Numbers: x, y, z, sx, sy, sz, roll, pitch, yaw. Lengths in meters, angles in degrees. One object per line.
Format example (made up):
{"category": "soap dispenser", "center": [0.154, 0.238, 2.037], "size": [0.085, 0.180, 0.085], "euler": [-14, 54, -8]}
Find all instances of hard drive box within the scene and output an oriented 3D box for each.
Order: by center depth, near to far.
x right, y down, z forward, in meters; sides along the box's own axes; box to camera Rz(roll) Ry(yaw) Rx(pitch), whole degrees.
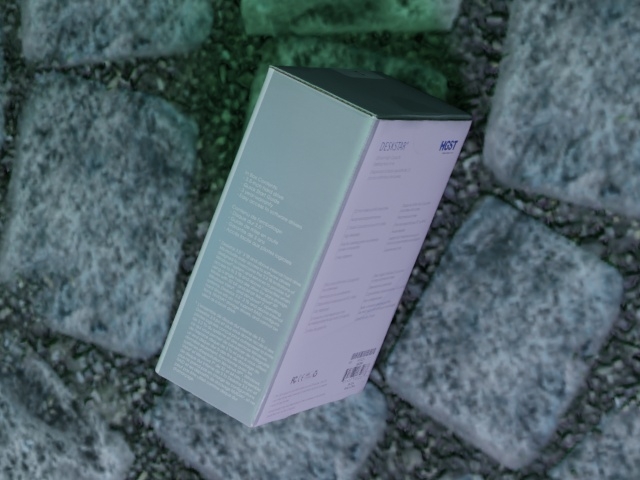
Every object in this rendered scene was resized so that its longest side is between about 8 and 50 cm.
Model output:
{"category": "hard drive box", "center": [0.000, 0.000, 1.153], "size": [0.089, 0.181, 0.232], "euler": [28, 104, 22]}
